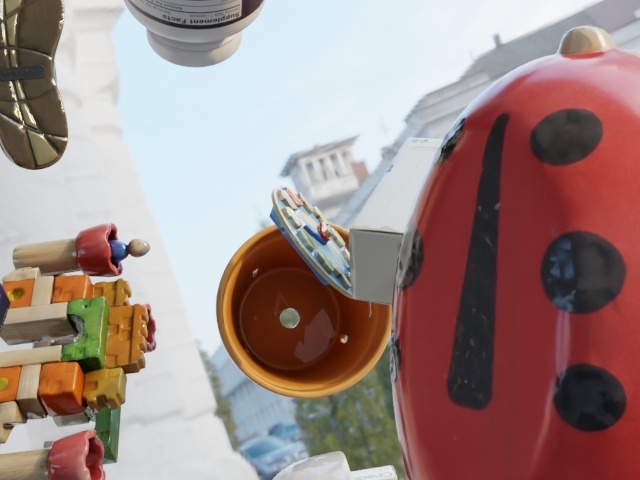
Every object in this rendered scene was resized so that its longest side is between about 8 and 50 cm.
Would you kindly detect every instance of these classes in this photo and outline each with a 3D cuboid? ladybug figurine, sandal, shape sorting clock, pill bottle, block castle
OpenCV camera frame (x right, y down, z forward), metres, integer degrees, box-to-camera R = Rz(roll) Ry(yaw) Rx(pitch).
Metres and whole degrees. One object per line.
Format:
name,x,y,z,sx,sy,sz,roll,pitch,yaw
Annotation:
ladybug figurine,0.166,0.061,0.716,0.162,0.449,0.305,5,-3,-41
sandal,-0.293,-0.173,0.943,0.090,0.219,0.060,-8,-5,-27
shape sorting clock,0.000,0.000,1.406,0.040,0.206,0.206,-42,-15,14
pill bottle,-0.146,-0.359,1.106,0.181,0.181,0.323,-17,-31,-18
block castle,-0.335,0.219,1.423,0.213,0.453,0.303,-8,-42,3

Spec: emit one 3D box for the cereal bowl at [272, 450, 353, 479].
cereal bowl,-0.014,0.425,1.121,0.141,0.339,0.339,-7,-11,-5

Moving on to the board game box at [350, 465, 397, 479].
board game box,-0.018,0.486,1.558,0.305,0.193,0.053,-8,11,-6

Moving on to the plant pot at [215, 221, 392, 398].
plant pot,-0.039,0.123,1.632,0.291,0.291,0.203,-18,-6,-12

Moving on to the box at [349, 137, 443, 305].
box,0.124,-0.032,1.270,0.094,0.113,0.275,8,31,19

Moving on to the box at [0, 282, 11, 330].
box,-0.396,0.102,0.967,0.108,0.153,0.207,18,-14,-9
